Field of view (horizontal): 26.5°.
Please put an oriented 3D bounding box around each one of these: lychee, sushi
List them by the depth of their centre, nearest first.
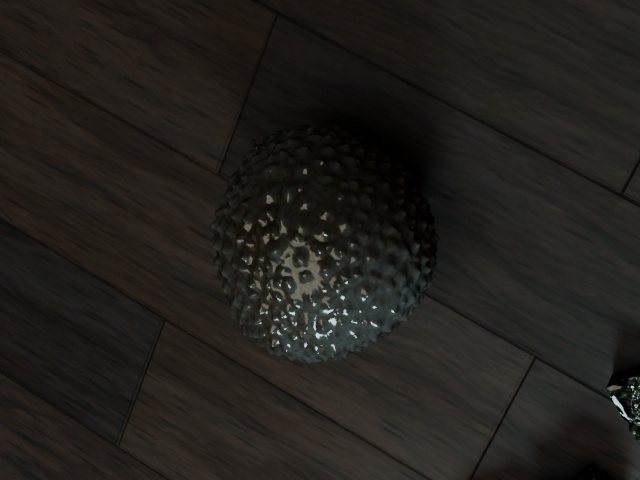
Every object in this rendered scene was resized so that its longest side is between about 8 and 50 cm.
[{"bbox_3d":[0.004,0.003,1.672,0.300,0.300,0.300,8,111,23],"label":"lychee"},{"bbox_3d":[0.413,0.197,1.691,0.083,0.056,0.084,-24,95,23],"label":"sushi"}]

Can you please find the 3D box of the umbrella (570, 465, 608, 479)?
[{"bbox_3d":[0.276,0.396,1.797,0.122,0.110,0.272,30,126,-27],"label":"umbrella"}]
